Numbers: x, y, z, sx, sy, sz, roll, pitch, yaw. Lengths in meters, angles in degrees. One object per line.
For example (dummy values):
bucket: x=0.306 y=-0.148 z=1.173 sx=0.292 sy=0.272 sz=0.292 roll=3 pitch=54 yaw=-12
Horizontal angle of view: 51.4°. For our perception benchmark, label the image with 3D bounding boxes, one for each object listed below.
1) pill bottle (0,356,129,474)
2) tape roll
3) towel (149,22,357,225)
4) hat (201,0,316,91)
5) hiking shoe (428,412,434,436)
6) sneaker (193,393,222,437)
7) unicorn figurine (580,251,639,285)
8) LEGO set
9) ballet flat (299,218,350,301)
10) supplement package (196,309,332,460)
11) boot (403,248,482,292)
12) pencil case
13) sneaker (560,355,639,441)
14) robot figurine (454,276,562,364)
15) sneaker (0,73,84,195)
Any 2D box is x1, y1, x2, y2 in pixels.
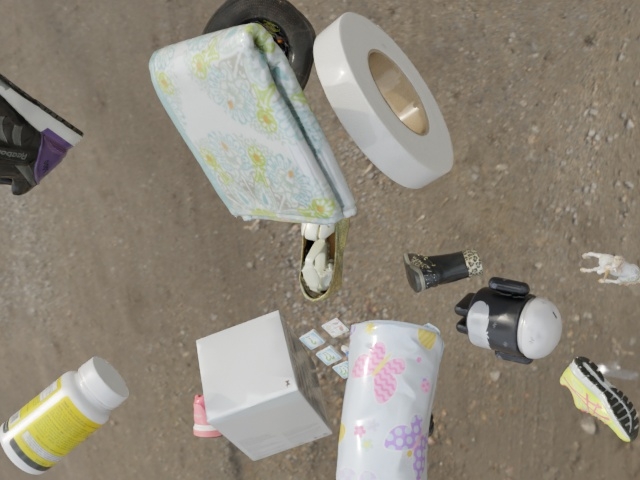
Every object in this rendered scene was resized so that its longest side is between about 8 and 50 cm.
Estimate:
pill bottle: x=-0.465 y=0.316 z=1.218 sx=0.209 sy=0.119 sz=0.119 roll=-39 pitch=90 yaw=-3
tape roll: x=0.138 y=-0.290 z=1.372 sx=0.072 sy=0.392 sz=0.392 roll=-32 pitch=94 yaw=30
towel: x=-0.122 y=-0.188 z=1.176 sx=0.321 sy=0.090 sz=0.374 roll=5 pitch=132 yaw=47
hat: x=-0.169 y=-0.477 z=1.765 sx=0.332 sy=0.134 sz=0.331 roll=0 pitch=90 yaw=-2
hiking shoe: x=0.220 y=0.463 z=1.856 sx=0.227 sy=0.086 sz=0.114 roll=51 pitch=123 yaw=17
sneaker: x=-0.244 y=0.453 z=1.932 sx=0.116 sy=0.314 sz=0.136 roll=-2 pitch=100 yaw=37
unicorn figurine: x=0.545 y=0.052 z=1.246 sx=0.111 sy=0.162 sz=0.060 roll=174 pitch=100 yaw=-65
LEGO set: x=0.062 y=0.301 z=1.795 sx=0.182 sy=0.060 sz=0.244 roll=45 pitch=140 yaw=-8
ballet flat: x=0.000 y=0.000 z=1.575 sx=0.123 sy=0.123 sz=0.348 roll=15 pitch=124 yaw=21
supplement package: x=-0.120 y=0.325 z=1.465 sx=0.200 sy=0.198 sz=0.262 roll=-21 pitch=141 yaw=4
boot: x=0.313 y=0.068 z=1.732 sx=0.179 sy=0.236 sz=0.085 roll=-14 pitch=100 yaw=3
pencil case: x=0.086 y=0.235 z=0.834 sx=0.124 sy=0.113 sz=0.272 roll=2 pitch=74 yaw=15
sneaker: x=0.629 y=0.368 z=1.509 sx=0.208 sy=0.082 sz=0.094 roll=56 pitch=136 yaw=24
robot figurine: x=0.506 y=0.217 z=1.794 sx=0.278 sy=0.173 sz=0.209 roll=9 pitch=158 yaw=39
sneaker: x=-0.366 y=-0.121 z=0.694 sx=0.107 sy=0.283 sz=0.124 roll=33 pitch=85 yaw=19
